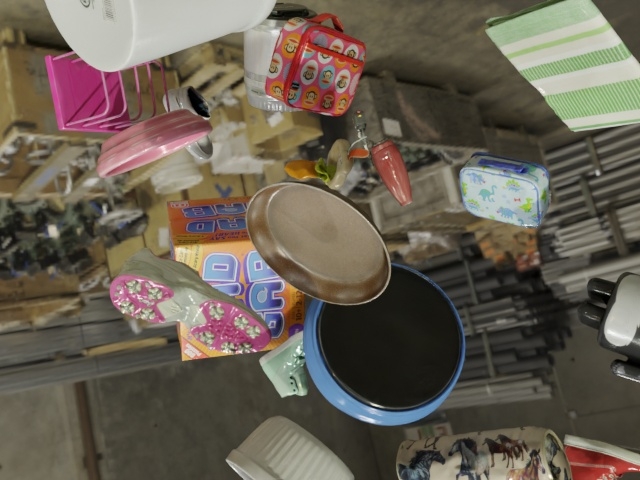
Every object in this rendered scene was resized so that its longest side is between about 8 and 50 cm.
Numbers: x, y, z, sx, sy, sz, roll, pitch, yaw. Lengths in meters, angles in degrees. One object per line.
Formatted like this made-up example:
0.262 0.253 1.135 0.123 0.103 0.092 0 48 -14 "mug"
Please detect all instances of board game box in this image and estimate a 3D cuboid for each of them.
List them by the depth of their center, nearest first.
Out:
-0.256 0.094 2.044 0.357 0.356 0.356 -5 -156 -14 "board game box"

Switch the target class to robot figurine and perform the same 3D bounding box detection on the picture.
0.675 0.167 1.399 0.278 0.209 0.174 19 -151 26 "robot figurine"

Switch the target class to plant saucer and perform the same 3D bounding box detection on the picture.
0.000 0.000 1.339 0.311 0.310 0.050 -24 -156 48 "plant saucer"
-0.460 -0.272 1.875 0.332 0.084 0.332 -23 -173 3 "plant saucer"

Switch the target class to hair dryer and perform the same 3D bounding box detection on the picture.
0.188 -0.220 1.939 0.080 0.293 0.223 -26 149 5 "hair dryer"

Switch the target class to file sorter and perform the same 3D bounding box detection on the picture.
-0.590 -0.426 1.956 0.182 0.202 0.291 -9 -177 24 "file sorter"

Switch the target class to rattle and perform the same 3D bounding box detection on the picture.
0.016 -0.202 1.642 0.143 0.130 0.200 26 170 -11 "rattle"

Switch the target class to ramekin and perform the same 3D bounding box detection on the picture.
-0.041 0.379 1.115 0.109 0.207 0.207 -49 -176 -21 "ramekin"

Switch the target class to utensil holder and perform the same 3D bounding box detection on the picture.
-0.328 -0.550 1.414 0.385 0.327 0.328 -35 -174 -39 "utensil holder"

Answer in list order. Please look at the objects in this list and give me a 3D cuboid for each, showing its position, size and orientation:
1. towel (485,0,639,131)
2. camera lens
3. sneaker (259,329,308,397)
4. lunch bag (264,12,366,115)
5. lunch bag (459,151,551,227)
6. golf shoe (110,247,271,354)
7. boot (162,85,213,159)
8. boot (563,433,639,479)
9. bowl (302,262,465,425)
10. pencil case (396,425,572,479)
0.488 -0.326 1.299 0.325 0.038 0.248 38 165 -25 "towel"
-0.111 -0.532 1.983 0.220 0.274 0.219 2 -151 -1 "camera lens"
-0.041 0.327 1.850 0.256 0.151 0.094 -39 165 33 "sneaker"
-0.004 -0.479 1.855 0.120 0.258 0.293 30 -161 32 "lunch bag"
0.470 -0.132 1.748 0.219 0.176 0.090 16 -126 34 "lunch bag"
-0.225 0.105 1.265 0.306 0.140 0.115 28 119 -19 "golf shoe"
-0.396 -0.374 2.209 0.124 0.258 0.095 -3 -141 41 "boot"
0.678 0.565 1.619 0.089 0.176 0.244 17 166 -29 "boot"
0.154 0.230 1.611 0.392 0.390 0.077 -10 159 -18 "bowl"
0.383 0.545 1.634 0.411 0.159 0.183 -16 -152 31 "pencil case"
